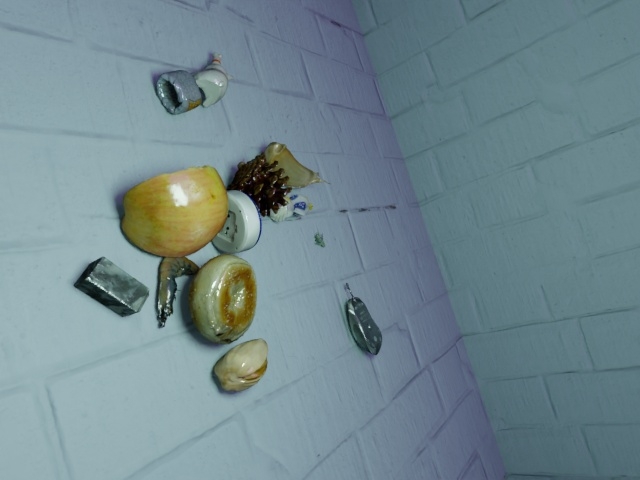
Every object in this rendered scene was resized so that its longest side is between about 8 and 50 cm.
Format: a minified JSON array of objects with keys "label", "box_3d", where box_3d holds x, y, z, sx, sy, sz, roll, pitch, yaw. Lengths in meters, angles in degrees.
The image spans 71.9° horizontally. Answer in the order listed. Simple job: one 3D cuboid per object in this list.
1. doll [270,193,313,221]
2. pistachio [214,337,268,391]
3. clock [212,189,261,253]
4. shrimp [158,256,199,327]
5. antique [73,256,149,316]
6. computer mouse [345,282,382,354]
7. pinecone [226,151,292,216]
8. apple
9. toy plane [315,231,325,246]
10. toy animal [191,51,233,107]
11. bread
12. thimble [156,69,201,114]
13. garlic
[{"label":"doll","box_3d":[-0.139,-0.155,1.989,0.138,0.119,0.293,49,33,17]},{"label":"pistachio","box_3d":[-0.264,0.428,1.538,0.229,0.157,0.157,-29,97,-59]},{"label":"clock","box_3d":[-0.322,-0.066,1.613,0.083,0.230,0.230,-23,92,-53]},{"label":"shrimp","box_3d":[-0.456,0.176,1.479,0.198,0.051,0.262,27,51,-44]},{"label":"antique","box_3d":[-0.597,0.141,1.282,0.183,0.088,0.086,46,43,-30]},{"label":"computer mouse","box_3d":[0.188,0.390,2.178,0.167,0.090,0.379,-11,76,-59]},{"label":"pinecone","box_3d":[-0.233,-0.215,1.775,0.264,0.264,0.264,27,54,-43]},{"label":"apple","box_3d":[-0.478,-0.104,1.464,0.309,0.252,0.314,-30,136,-60]},{"label":"toy plane","box_3d":[-0.002,0.001,2.161,0.083,0.033,0.080,61,36,-24]},{"label":"toy animal","box_3d":[-0.450,-0.670,1.841,0.140,0.138,0.282,52,15,-35]},{"label":"bread","box_3d":[-0.335,0.197,1.501,0.305,0.159,0.305,2,90,-67]},{"label":"thimble","box_3d":[-0.536,-0.559,1.662,0.151,0.127,0.118,61,39,-11]},{"label":"garlic","box_3d":[-0.131,-0.317,2.019,0.338,0.196,0.151,36,63,-41]}]
